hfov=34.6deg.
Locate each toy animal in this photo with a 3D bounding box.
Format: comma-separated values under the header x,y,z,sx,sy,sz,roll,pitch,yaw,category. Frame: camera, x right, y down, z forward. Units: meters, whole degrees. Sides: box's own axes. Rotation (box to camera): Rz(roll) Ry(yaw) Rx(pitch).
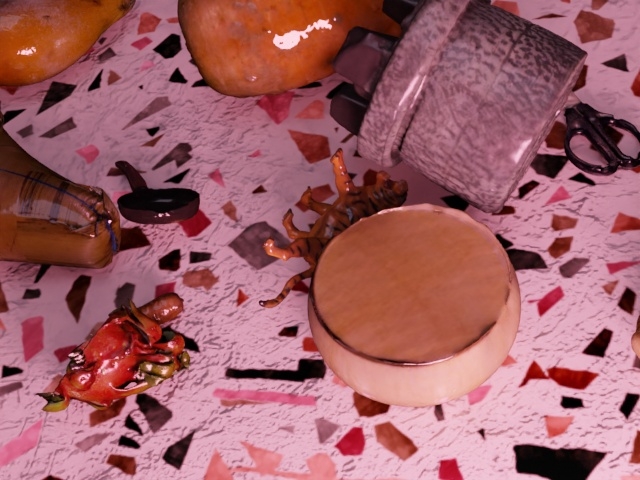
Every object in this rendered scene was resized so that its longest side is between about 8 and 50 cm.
x,y,z,sx,sy,sz,roll,pitch,yaw,category
-0.002,0.002,1.345,0.116,0.114,0.255,39,67,-2,toy animal

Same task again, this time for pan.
x,y,z,sx,sy,sz,roll,pitch,yaw,category
-0.251,-0.066,1.470,0.115,0.040,0.212,-11,27,-29,pan

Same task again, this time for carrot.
x,y,z,sx,sy,sz,roll,pitch,yaw,category
-0.033,-0.345,1.535,0.340,0.224,0.224,-19,48,8,carrot
-0.252,0.112,1.332,0.165,0.036,0.036,-26,50,-7,carrot

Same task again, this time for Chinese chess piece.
x,y,z,sx,sy,sz,roll,pitch,yaw,category
0.112,0.076,1.239,0.257,0.104,0.257,-6,50,7,Chinese chess piece

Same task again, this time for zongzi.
x,y,z,sx,sy,sz,roll,pitch,yaw,category
-0.393,-0.085,1.479,0.260,0.123,0.289,2,45,6,zongzi

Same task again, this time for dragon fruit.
x,y,z,sx,sy,sz,roll,pitch,yaw,category
-0.246,0.143,1.249,0.175,0.142,0.138,9,14,-6,dragon fruit

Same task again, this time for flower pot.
x,y,z,sx,sy,sz,roll,pitch,yaw,category
0.172,-0.217,1.319,0.283,0.299,0.299,29,60,11,flower pot

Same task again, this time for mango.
x,y,z,sx,sy,sz,roll,pitch,yaw,category
-0.456,-0.367,1.710,0.316,0.146,0.193,-34,59,-25,mango

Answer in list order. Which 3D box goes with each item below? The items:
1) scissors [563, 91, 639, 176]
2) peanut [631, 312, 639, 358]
x,y,z,sx,sy,sz,roll,pitch,yaw,category
0.359,-0.198,1.472,0.109,0.022,0.300,-17,49,-8,scissors
0.462,0.067,1.161,0.253,0.122,0.137,-20,57,-2,peanut
